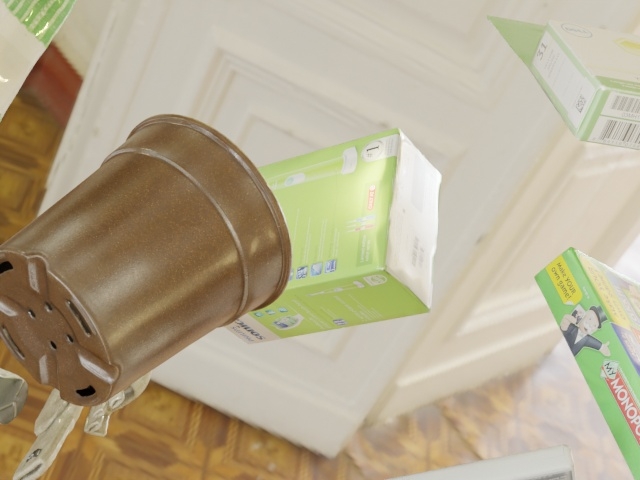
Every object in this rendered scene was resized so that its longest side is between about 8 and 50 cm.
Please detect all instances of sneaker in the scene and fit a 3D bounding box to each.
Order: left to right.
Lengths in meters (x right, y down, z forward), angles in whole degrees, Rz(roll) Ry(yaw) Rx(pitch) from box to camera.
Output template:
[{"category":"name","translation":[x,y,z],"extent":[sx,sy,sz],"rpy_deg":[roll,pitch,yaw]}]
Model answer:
[{"category":"sneaker","translation":[-0.366,0.153,1.227],"extent":[0.061,0.152,0.054],"rpy_deg":[22,70,23]}]

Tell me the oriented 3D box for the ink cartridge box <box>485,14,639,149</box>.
[{"category":"ink cartridge box","translation":[0.256,-0.149,0.956],"extent":[0.171,0.056,0.235],"rpy_deg":[6,35,-17]}]

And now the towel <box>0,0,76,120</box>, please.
[{"category":"towel","translation":[-0.189,-0.143,0.577],"extent":[0.038,0.325,0.248],"rpy_deg":[33,-8,15]}]

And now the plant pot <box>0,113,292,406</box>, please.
[{"category":"plant pot","translation":[-0.134,0.021,0.801],"extent":[0.167,0.167,0.165],"rpy_deg":[39,49,13]}]

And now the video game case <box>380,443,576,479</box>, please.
[{"category":"video game case","translation":[0.098,0.214,0.847],"extent":[0.190,0.173,0.022],"rpy_deg":[-13,53,7]}]

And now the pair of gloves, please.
[{"category":"pair of gloves","translation":[-0.267,0.178,1.372],"extent":[0.042,0.240,0.204],"rpy_deg":[38,32,-19]}]

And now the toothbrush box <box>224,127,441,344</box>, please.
[{"category":"toothbrush box","translation":[0.000,0.000,1.457],"extent":[0.122,0.283,0.206],"rpy_deg":[43,45,-44]}]

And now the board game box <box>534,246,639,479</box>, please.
[{"category":"board game box","translation":[0.303,0.163,0.889],"extent":[0.213,0.046,0.317],"rpy_deg":[24,34,-38]}]
